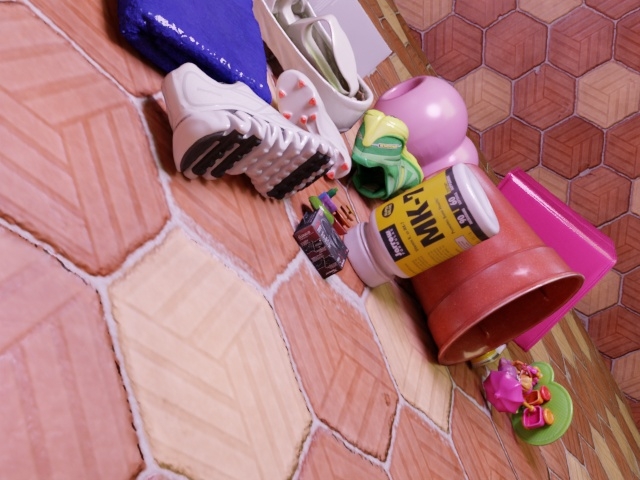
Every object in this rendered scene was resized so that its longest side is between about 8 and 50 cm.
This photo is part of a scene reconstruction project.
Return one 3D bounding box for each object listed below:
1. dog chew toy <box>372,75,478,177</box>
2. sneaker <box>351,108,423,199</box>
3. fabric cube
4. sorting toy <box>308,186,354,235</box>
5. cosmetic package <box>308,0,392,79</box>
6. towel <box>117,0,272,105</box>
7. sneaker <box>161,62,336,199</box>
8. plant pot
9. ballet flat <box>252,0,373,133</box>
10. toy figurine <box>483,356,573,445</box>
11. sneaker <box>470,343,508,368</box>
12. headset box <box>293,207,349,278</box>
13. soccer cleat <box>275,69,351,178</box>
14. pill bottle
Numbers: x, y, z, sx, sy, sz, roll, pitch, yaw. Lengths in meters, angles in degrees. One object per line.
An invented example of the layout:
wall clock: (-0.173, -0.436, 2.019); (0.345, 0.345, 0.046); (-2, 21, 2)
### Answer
dog chew toy: (0.241, -0.177, 1.473); (0.332, 0.206, 0.207); (62, 20, -21)
sneaker: (0.107, -0.129, 1.248); (0.109, 0.124, 0.295); (31, -7, 24)
fabric cube: (0.419, 0.027, 1.427); (0.258, 0.254, 0.259); (42, 20, 9)
sorting toy: (0.020, -0.047, 0.990); (0.061, 0.042, 0.102); (54, 6, 27)
cosmetic package: (0.022, -0.437, 1.370); (0.238, 0.107, 0.127); (47, -5, -28)
towel: (-0.174, -0.311, 0.880); (0.227, 0.076, 0.308); (26, 40, -45)
sneaker: (-0.076, -0.127, 0.821); (0.118, 0.110, 0.292); (61, 20, 19)
plant pot: (0.257, 0.030, 1.184); (0.272, 0.272, 0.265); (22, 36, -58)
ballet flat: (-0.040, -0.359, 1.113); (0.400, 0.139, 0.139); (57, 22, -13)
toy figurine: (0.375, 0.277, 1.301); (0.159, 0.130, 0.173); (35, 46, -31)
sneaker: (0.322, 0.185, 1.361); (0.084, 0.069, 0.185); (67, 21, 0)
headset box: (0.000, 0.000, 0.922); (0.083, 0.032, 0.062); (57, 22, -14)
soccer cleat: (-0.012, -0.184, 1.088); (0.196, 0.068, 0.076); (58, 15, -27)
pill bottle: (0.147, -0.017, 1.029); (0.119, 0.208, 0.119); (48, 24, -30)
